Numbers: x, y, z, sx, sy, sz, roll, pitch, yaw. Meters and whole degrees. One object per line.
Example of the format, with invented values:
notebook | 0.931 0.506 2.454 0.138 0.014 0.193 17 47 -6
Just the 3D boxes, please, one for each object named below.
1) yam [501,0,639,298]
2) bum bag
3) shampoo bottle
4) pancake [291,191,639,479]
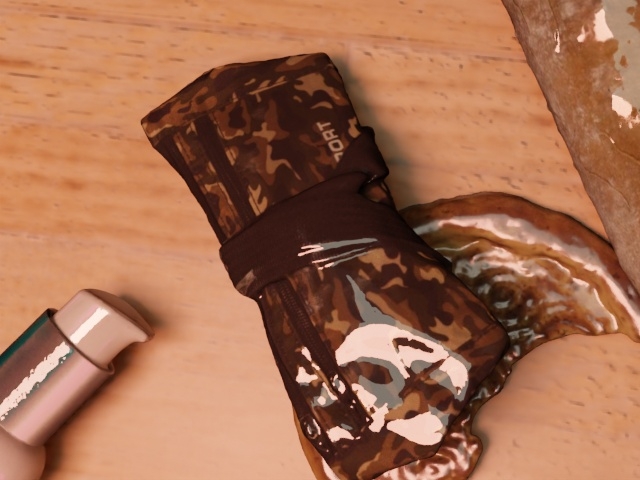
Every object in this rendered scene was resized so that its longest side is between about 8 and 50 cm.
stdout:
yam | 0.153 -0.080 0.639 0.093 0.093 0.259 -24 80 8
bum bag | 0.001 -0.001 0.654 0.102 0.069 0.248 -41 64 19
shampoo bottle | -0.172 0.099 0.689 0.074 0.074 0.192 44 94 12
pancake | 0.071 0.067 0.673 0.184 0.020 0.191 16 86 12
